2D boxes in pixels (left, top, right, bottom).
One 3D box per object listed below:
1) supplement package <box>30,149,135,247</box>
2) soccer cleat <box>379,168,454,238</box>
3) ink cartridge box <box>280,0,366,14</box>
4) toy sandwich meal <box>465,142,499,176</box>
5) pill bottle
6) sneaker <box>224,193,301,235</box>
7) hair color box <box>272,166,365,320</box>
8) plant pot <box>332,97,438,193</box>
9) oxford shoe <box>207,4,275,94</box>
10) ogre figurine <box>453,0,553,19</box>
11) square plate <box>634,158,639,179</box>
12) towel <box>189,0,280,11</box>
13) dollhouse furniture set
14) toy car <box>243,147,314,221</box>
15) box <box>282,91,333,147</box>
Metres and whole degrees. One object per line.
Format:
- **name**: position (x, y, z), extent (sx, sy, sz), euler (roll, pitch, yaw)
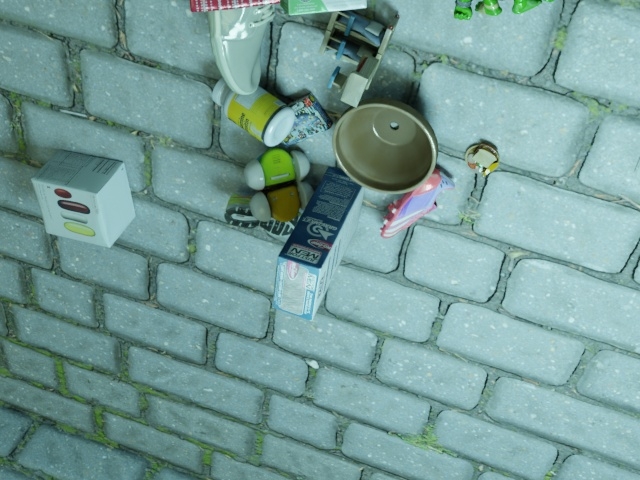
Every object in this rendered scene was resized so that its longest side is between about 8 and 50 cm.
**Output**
- **supplement package**: position (-0.642, -0.114, 2.348), extent (0.203, 0.149, 0.194), euler (12, 133, 16)
- **soccer cleat**: position (0.222, -0.077, 2.045), extent (0.095, 0.083, 0.248), euler (27, 133, -6)
- **ink cartridge box**: position (0.001, -0.537, 1.598), extent (0.154, 0.093, 0.212), euler (-7, 117, -10)
- **toy sandwich meal**: position (0.361, -0.179, 1.922), extent (0.086, 0.029, 0.085), euler (13, 133, 14)
- **pill bottle**: position (-0.156, -0.303, 1.976), extent (0.184, 0.103, 0.103), euler (36, 137, 18)
- **sneaker**: position (-0.143, -0.078, 2.209), extent (0.209, 0.094, 0.081), euler (13, 126, -18)
- **hair color box**: position (0.000, 0.000, 2.020), extent (0.105, 0.347, 0.173), euler (17, 134, 9)
- **plant pot**: position (0.153, -0.228, 1.916), extent (0.237, 0.109, 0.237), euler (13, 134, 14)
- **oxford shoe**: position (-0.149, -0.500, 1.777), extent (0.130, 0.169, 0.449), euler (10, 128, 14)
- **ogre figurine**: position (0.343, -0.482, 1.616), extent (0.197, 0.096, 0.118), euler (11, 145, 31)
- **square plate**: position (0.835, -0.201, 1.676), extent (0.347, 0.049, 0.344), euler (16, 134, 10)
- **towel**: position (-0.123, -0.546, 1.639), extent (0.275, 0.031, 0.198), euler (-8, 118, -7)
- **dollhouse furniture set**: position (0.062, -0.393, 1.757), extent (0.129, 0.183, 0.129), euler (25, 135, 2)
- **toy car**: position (-0.109, -0.139, 2.104), extent (0.136, 0.159, 0.181), euler (-149, 46, -65)
- **box**: position (-0.051, -0.281, 2.018), extent (0.137, 0.027, 0.094), euler (-20, 118, 36)
